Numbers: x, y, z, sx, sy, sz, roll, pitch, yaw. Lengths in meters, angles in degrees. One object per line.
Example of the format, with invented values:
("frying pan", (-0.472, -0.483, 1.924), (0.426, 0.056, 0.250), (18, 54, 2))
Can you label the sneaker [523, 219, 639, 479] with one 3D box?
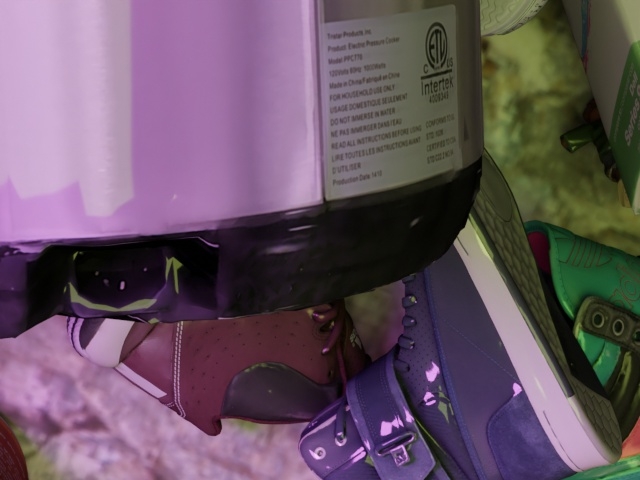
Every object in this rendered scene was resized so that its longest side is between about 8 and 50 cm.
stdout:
("sneaker", (0.203, 0.031, 1.130), (0.178, 0.124, 0.295), (40, 94, -21))

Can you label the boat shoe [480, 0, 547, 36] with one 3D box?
("boat shoe", (-0.019, -0.206, 1.066), (0.335, 0.119, 0.121), (32, 108, 9))

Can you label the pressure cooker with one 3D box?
("pressure cooker", (-0.109, -0.194, 0.816), (0.375, 0.370, 0.420), (-3, 102, -1))

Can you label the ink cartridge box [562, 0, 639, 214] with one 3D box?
("ink cartridge box", (0.220, -0.131, 1.055), (0.154, 0.212, 0.093), (-8, 143, -6))

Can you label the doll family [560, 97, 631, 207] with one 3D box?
("doll family", (0.237, -0.084, 1.126), (0.193, 0.111, 0.076), (-4, 126, -7))

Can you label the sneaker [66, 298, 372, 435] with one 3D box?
("sneaker", (0.000, 0.000, 1.119), (0.281, 0.106, 0.162), (-43, 112, 7))

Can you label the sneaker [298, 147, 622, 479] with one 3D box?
("sneaker", (0.043, 0.045, 1.053), (0.163, 0.086, 0.226), (-25, 89, 23))

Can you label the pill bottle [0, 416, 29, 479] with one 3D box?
("pill bottle", (-0.221, 0.160, 1.048), (0.121, 0.216, 0.121), (-1, 99, -7))
